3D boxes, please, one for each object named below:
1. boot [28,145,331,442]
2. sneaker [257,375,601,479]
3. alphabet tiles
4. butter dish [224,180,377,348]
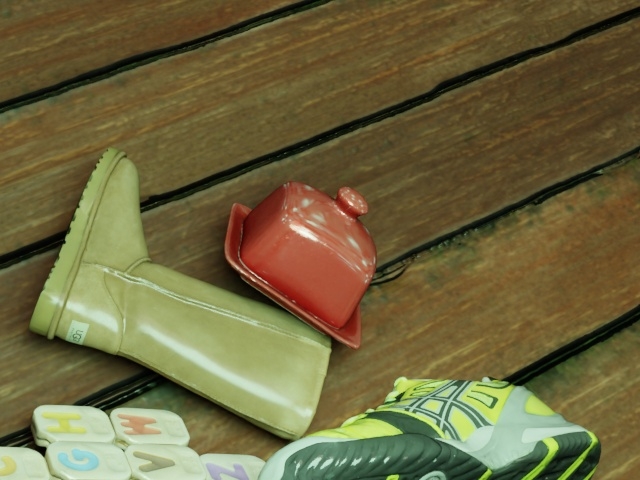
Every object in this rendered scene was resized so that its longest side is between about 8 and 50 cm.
[{"bbox_3d":[-0.118,0.051,1.443,0.269,0.089,0.236,21,52,-8],"label":"boot"},{"bbox_3d":[0.080,0.199,1.340,0.384,0.145,0.147,4,27,-46],"label":"sneaker"},{"bbox_3d":[-0.148,0.221,1.255,0.278,0.021,0.284,6,25,-24],"label":"alphabet tiles"},{"bbox_3d":[0.000,0.000,1.442,0.160,0.118,0.160,34,19,-12],"label":"butter dish"}]
